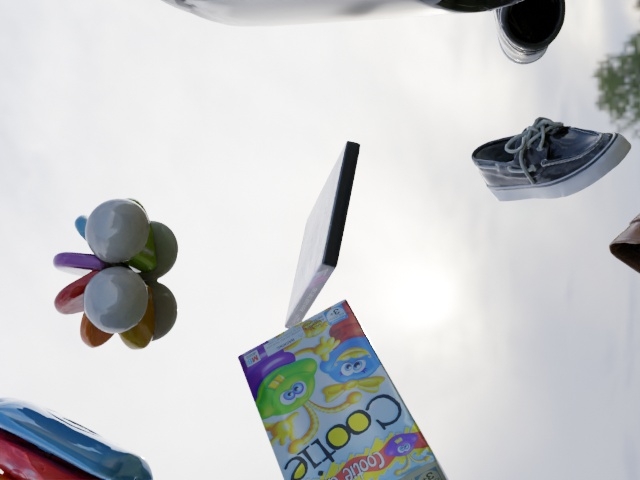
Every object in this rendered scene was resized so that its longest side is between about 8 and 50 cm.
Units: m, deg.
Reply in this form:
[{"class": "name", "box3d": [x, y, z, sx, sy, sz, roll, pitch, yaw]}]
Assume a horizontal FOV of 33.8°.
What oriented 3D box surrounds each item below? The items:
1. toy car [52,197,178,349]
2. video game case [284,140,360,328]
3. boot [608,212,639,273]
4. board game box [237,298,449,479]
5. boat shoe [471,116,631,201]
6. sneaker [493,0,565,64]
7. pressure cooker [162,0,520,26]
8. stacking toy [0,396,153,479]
[{"class": "toy car", "box3d": [-0.250, 0.040, 1.247, 0.159, 0.136, 0.182, 45, -138, -72]}, {"class": "video game case", "box3d": [0.000, 0.000, 1.563, 0.274, 0.026, 0.196, 121, 162, -63]}, {"class": "boot", "box3d": [0.431, -0.044, 1.252, 0.109, 0.220, 0.283, 54, 173, -28]}, {"class": "board game box", "box3d": [0.032, 0.213, 1.100, 0.142, 0.144, 0.275, 62, 178, -35]}, {"class": "boat shoe", "box3d": [0.342, -0.136, 1.623, 0.113, 0.306, 0.105, -46, -74, -17]}, {"class": "sneaker", "box3d": [0.264, -0.383, 1.413, 0.147, 0.104, 0.296, -95, -10, -81]}, {"class": "pressure cooker", "box3d": [-0.013, -0.360, 0.852, 0.375, 0.420, 0.370, -21, -71, -41]}, {"class": "stacking toy", "box3d": [-0.318, 0.329, 1.089, 0.302, 0.165, 0.175, -64, -14, -11]}]
